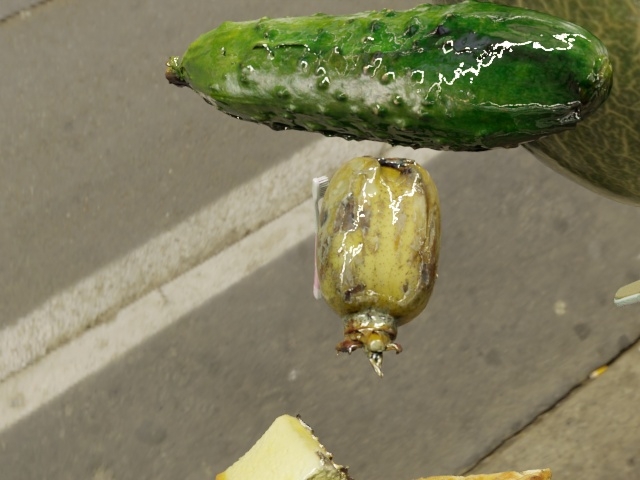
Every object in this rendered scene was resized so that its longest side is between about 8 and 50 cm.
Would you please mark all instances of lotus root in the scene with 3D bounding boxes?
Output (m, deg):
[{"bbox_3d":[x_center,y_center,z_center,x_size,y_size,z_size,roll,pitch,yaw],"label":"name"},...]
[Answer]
[{"bbox_3d":[0.067,0.030,1.363,0.154,0.154,0.278,7,75,-11],"label":"lotus root"}]

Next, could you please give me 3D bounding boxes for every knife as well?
[{"bbox_3d":[0.464,0.059,1.549,0.061,0.343,0.027,-41,88,-11],"label":"knife"}]

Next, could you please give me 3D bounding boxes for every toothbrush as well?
[{"bbox_3d":[0.000,0.000,1.854,0.025,0.286,0.020,-19,51,-17],"label":"toothbrush"}]

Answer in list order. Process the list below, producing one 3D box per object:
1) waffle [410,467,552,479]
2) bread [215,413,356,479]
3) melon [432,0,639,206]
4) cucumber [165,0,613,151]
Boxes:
[{"bbox_3d":[0.131,0.351,1.391,0.308,0.212,0.091,-2,82,-56],"label":"waffle"},{"bbox_3d":[-0.032,0.282,1.220,0.147,0.127,0.152,-41,115,1],"label":"bread"},{"bbox_3d":[0.181,-0.151,0.628,0.237,0.237,0.302,-52,131,-25],"label":"melon"},{"bbox_3d":[0.019,-0.076,0.524,0.227,0.069,0.069,7,60,33],"label":"cucumber"}]
